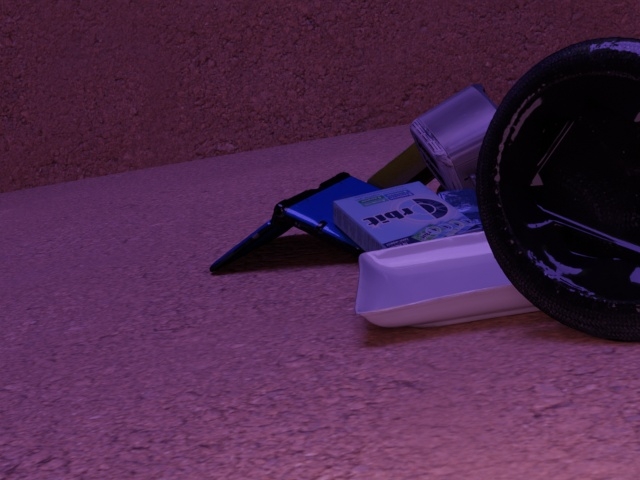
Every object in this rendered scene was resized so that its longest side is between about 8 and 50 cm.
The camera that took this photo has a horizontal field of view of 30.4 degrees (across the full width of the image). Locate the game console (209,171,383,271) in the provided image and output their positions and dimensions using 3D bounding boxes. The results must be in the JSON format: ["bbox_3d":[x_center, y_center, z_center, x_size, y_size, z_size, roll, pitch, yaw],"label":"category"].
[{"bbox_3d":[0.000,0.000,1.988,0.250,0.173,0.293,26,23,16],"label":"game console"}]

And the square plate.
[{"bbox_3d":[0.219,0.041,1.485,0.347,0.049,0.344,-9,11,5],"label":"square plate"}]

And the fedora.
[{"bbox_3d":[0.334,-0.051,1.250,0.334,0.334,0.152,-2,-5,39],"label":"fedora"}]

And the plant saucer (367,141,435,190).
[{"bbox_3d":[0.171,-0.126,2.176,0.188,0.045,0.188,-39,-12,-8],"label":"plant saucer"}]

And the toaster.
[{"bbox_3d":[0.250,-0.171,2.015,0.146,0.129,0.227,-28,38,-1],"label":"toaster"}]

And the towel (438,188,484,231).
[{"bbox_3d":[0.228,-0.042,1.858,0.067,0.029,0.119,-8,35,-2],"label":"towel"}]

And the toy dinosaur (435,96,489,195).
[{"bbox_3d":[0.350,-0.139,2.186,0.296,0.200,0.127,10,34,-23],"label":"toy dinosaur"}]

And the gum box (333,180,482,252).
[{"bbox_3d":[0.129,-0.024,1.784,0.157,0.041,0.184,-14,31,-22],"label":"gum box"}]
